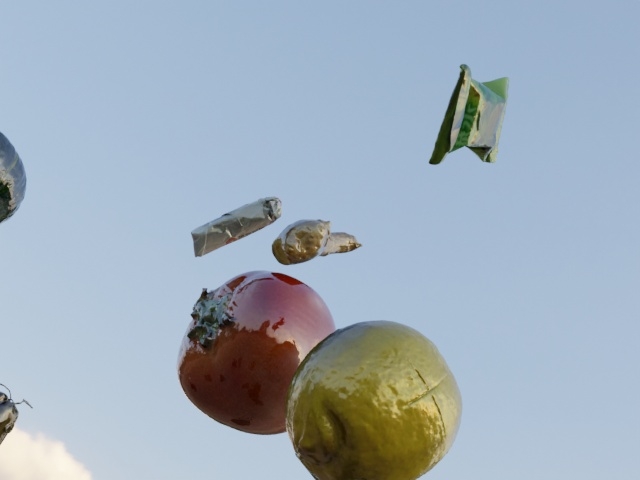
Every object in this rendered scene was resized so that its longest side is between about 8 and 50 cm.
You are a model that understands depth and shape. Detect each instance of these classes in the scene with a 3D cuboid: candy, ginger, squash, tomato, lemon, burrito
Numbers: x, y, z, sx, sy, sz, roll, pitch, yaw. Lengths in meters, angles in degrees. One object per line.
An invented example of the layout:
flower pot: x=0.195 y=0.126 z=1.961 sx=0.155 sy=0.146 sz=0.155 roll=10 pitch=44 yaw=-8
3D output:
candy: x=0.227 y=-0.185 z=1.672 sx=0.069 sy=0.149 sz=0.246 roll=20 pitch=12 yaw=30
ginger: x=0.000 y=0.000 z=2.297 sx=0.131 sy=0.294 sz=0.086 roll=-36 pitch=-105 yaw=23
squash: x=-0.729 y=-0.130 z=2.272 sx=0.252 sy=0.165 sz=0.252 roll=4 pitch=-55 yaw=5
tomato: x=-0.108 y=0.219 z=2.124 sx=0.321 sy=0.321 sz=0.321 roll=16 pitch=-33 yaw=11
lemon: x=0.086 y=0.275 z=1.835 sx=0.297 sy=0.297 sz=0.297 roll=16 pitch=-33 yaw=11
burrito: x=-0.165 y=-0.030 z=2.176 sx=0.064 sy=0.203 sz=0.064 roll=57 pitch=-15 yaw=25

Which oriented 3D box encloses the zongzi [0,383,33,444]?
zongzi: x=-0.541 y=0.264 z=1.583 sx=0.184 sy=0.187 sz=0.084 roll=29 pitch=-15 yaw=8

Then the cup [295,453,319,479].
cup: x=-0.003 y=0.476 z=2.427 sx=0.083 sy=0.075 sz=0.054 roll=55 pitch=-13 yaw=-11
